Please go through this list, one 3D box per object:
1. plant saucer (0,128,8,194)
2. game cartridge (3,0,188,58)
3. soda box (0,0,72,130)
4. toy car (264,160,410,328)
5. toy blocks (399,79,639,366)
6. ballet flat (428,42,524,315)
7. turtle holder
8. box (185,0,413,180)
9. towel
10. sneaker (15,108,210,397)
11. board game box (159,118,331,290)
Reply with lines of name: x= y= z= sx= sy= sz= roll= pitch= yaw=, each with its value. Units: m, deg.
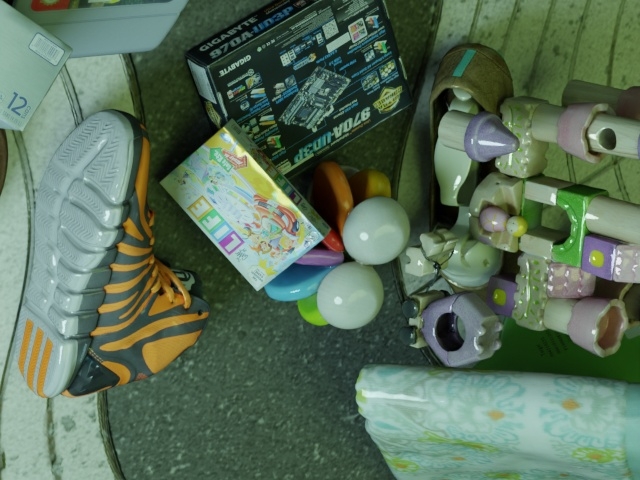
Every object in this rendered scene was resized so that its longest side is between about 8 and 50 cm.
plant saucer: x=-0.347 y=-0.056 z=1.737 sx=0.198 sy=0.036 sz=0.199 roll=-51 pitch=153 yaw=-40
game cartridge: x=-0.189 y=-0.283 z=1.713 sx=0.196 sy=0.060 sz=0.294 roll=-13 pitch=145 yaw=-34
soda box: x=-0.364 y=-0.208 z=1.616 sx=0.286 sy=0.098 sz=0.091 roll=34 pitch=81 yaw=-24
toy car: x=0.000 y=0.000 z=1.998 sx=0.136 sy=0.159 sz=0.182 roll=15 pitch=104 yaw=-29
toy blocks: x=0.289 y=-0.007 z=1.992 sx=0.309 sy=0.260 sz=0.289 roll=-13 pitch=113 yaw=-45
ballet flat: x=0.167 y=-0.050 z=2.103 sx=0.124 sy=0.116 sz=0.342 roll=-46 pitch=140 yaw=-55
turtle holder: x=0.336 y=0.156 z=2.264 sx=0.320 sy=0.243 sz=0.227 roll=-48 pitch=146 yaw=-14
box: x=-0.018 y=-0.171 z=1.967 sx=0.220 sy=0.051 sz=0.175 roll=-33 pitch=128 yaw=-18
towel: x=0.226 y=0.235 z=2.119 sx=0.374 sy=0.320 sz=0.090 roll=64 pitch=29 yaw=-64
sneaker: x=-0.194 y=0.011 z=1.901 sx=0.180 sy=0.124 sz=0.321 roll=-4 pitch=125 yaw=-39
board game box: x=-0.078 y=-0.036 z=1.923 sx=0.103 sy=0.026 sz=0.154 roll=-39 pitch=97 yaw=29
